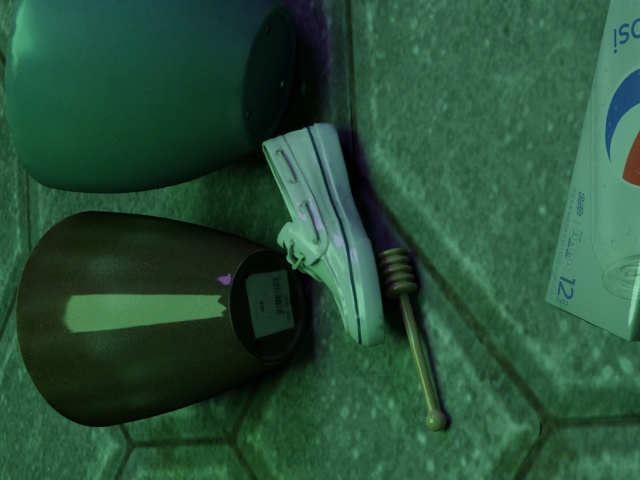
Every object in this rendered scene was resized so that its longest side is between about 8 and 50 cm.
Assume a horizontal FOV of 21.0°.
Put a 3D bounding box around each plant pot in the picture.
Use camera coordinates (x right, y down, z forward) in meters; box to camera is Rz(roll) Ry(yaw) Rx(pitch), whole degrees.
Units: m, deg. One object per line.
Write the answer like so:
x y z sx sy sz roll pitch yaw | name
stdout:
-0.133 0.068 1.643 0.230 0.215 0.215 -6 83 39 | plant pot
-0.136 -0.171 1.611 0.195 0.290 0.290 13 101 17 | plant pot

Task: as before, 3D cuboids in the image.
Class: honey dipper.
0.080 0.086 1.471 0.030 0.030 0.160 -33 67 49 | honey dipper

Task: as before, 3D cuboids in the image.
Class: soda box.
0.245 -0.077 1.186 0.091 0.098 0.286 27 110 51 | soda box

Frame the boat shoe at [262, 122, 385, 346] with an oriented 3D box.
0.000 0.000 1.524 0.083 0.076 0.226 86 171 -55 | boat shoe
